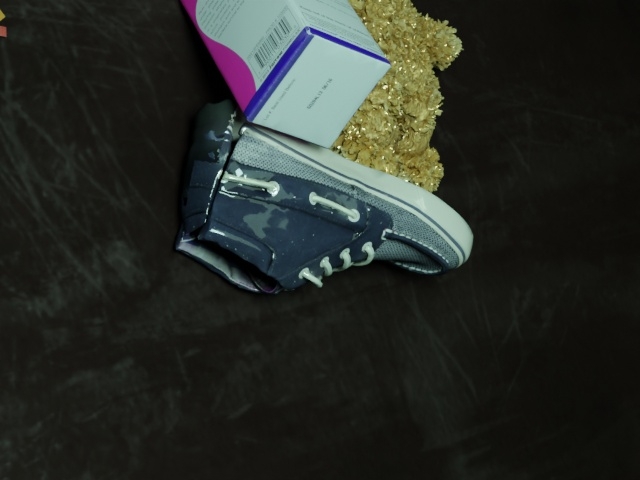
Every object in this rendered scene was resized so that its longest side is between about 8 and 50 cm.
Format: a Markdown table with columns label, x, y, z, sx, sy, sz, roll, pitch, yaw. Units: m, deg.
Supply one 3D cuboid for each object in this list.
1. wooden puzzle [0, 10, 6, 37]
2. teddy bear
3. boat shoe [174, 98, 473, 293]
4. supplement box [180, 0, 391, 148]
| label | x | y | z | sx | sy | sz | roll | pitch | yaw |
| --- | --- | --- | --- | --- | --- | --- | --- | --- | --- |
| wooden puzzle | -0.324 | -0.207 | 1.705 | 0.083 | 0.006 | 0.049 | -13 | 86 | -45 |
| teddy bear | 0.070 | -0.207 | 2.004 | 0.245 | 0.113 | 0.338 | 26 | 60 | -38 |
| boat shoe | 0.000 | 0.000 | 1.875 | 0.340 | 0.127 | 0.158 | 26 | 66 | -26 |
| supplement box | -0.040 | -0.209 | 1.829 | 0.114 | 0.111 | 0.220 | 17 | 31 | -39 |
